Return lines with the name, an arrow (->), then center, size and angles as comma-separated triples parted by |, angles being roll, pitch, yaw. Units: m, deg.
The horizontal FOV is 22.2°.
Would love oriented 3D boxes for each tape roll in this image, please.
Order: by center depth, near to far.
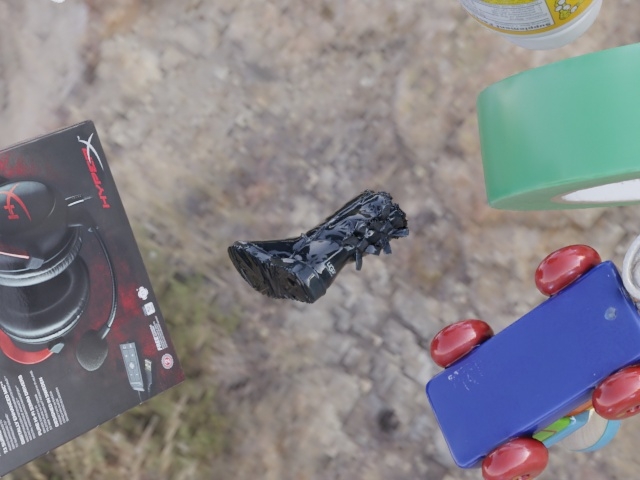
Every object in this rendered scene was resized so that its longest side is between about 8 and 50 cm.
tape roll -> 0.265, -0.076, 1.067 | 0.321, 0.321, 0.077 | -8, 85, 42

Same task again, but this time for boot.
boot -> 0.000, 0.000, 1.191 | 0.099, 0.045, 0.121 | -39, 27, -23

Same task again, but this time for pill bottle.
pill bottle -> 0.139, -0.210, 1.131 | 0.117, 0.208, 0.118 | -5, 72, 16

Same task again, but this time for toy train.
toy train -> 0.197, 0.058, 0.996 | 0.248, 0.143, 0.105 | -38, 61, 29

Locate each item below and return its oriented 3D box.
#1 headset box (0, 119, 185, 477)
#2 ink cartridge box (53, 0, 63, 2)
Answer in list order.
headset box -> -0.265, 0.061, 1.169 | 0.110, 0.293, 0.218 | -13, 99, 45
ink cartridge box -> -0.289, -0.270, 1.306 | 0.067, 0.198, 0.115 | 1, 75, 50
